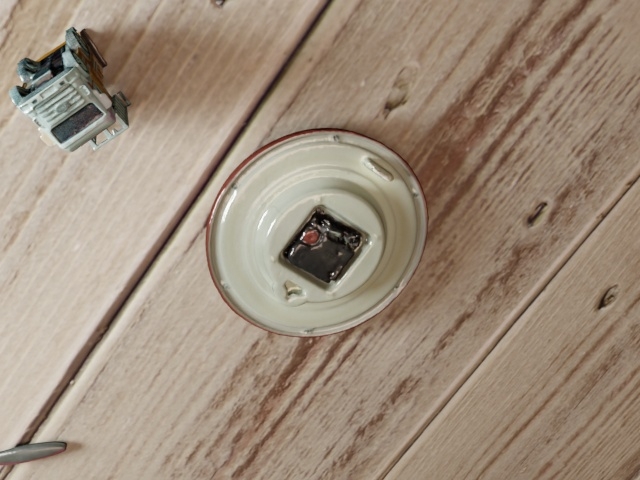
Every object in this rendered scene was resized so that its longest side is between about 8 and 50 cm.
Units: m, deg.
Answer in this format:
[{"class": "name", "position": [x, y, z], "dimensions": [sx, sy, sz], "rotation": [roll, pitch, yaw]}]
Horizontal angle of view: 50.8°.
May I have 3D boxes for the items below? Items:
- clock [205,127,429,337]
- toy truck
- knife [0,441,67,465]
[{"class": "clock", "position": [0.000, 0.000, 0.936], "dimensions": [0.318, 0.080, 0.319], "rotation": [-7, 117, -14]}, {"class": "toy truck", "position": [-0.261, -0.152, 0.728], "dimensions": [0.080, 0.178, 0.115], "rotation": [-33, 121, 2]}, {"class": "knife", "position": [-0.497, 0.318, 0.978], "dimensions": [0.247, 0.018, 0.036], "rotation": [-6, 119, -12]}]
